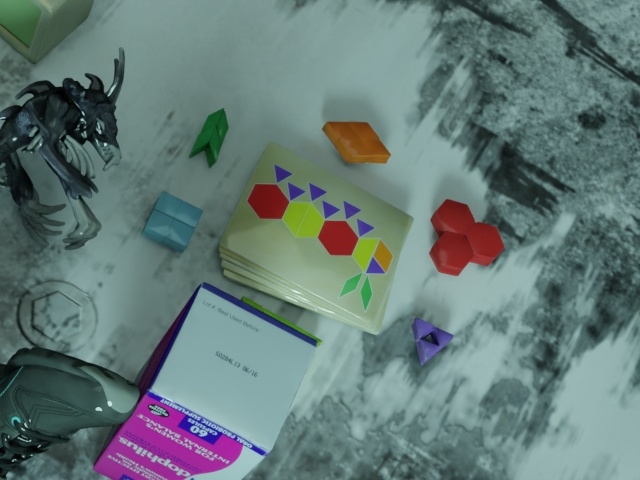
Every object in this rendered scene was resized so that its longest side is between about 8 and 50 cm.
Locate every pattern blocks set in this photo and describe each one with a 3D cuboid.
[{"bbox_3d":[0.000,0.000,1.588,0.325,0.026,0.285,35,58,-2],"label":"pattern blocks set"}]

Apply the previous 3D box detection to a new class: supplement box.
[{"bbox_3d":[-0.103,0.143,1.367,0.111,0.220,0.114,28,60,-6],"label":"supplement box"}]

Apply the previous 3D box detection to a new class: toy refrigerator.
[{"bbox_3d":[-0.347,-0.303,1.561,0.269,0.102,0.094,41,59,1],"label":"toy refrigerator"}]

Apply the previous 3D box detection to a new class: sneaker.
[{"bbox_3d":[-0.247,0.149,1.309,0.101,0.267,0.106,30,64,-39],"label":"sneaker"}]

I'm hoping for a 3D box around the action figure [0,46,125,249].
[{"bbox_3d":[-0.263,-0.052,1.434,0.276,0.164,0.141,-36,101,-13],"label":"action figure"}]
